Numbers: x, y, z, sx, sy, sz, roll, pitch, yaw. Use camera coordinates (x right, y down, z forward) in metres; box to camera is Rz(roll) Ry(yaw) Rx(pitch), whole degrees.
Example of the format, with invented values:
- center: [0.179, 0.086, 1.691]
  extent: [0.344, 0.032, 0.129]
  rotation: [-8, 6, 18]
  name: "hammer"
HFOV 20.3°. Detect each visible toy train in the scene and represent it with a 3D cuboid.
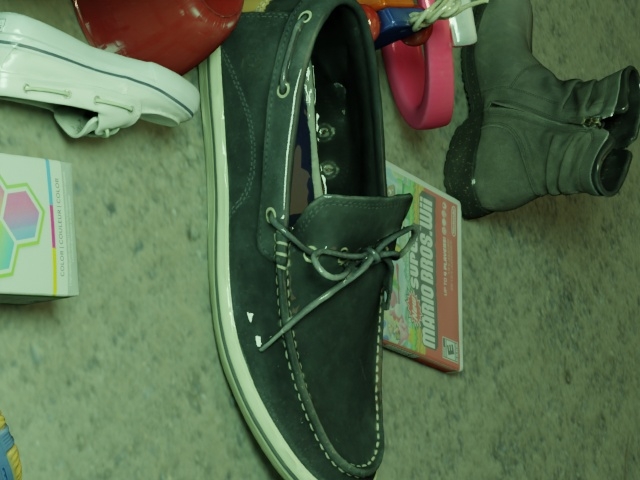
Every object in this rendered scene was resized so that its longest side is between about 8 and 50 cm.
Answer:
- center: [0.057, -0.262, 1.774]
  extent: [0.105, 0.248, 0.143]
  rotation: [-8, 82, -49]
  name: "toy train"

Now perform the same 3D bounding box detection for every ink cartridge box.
- center: [-0.273, -0.011, 1.343]
  extent: [0.209, 0.062, 0.109]
  rotation: [6, 77, -57]
  name: "ink cartridge box"

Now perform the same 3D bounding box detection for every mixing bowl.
- center: [-0.131, -0.232, 1.603]
  extent: [0.181, 0.098, 0.181]
  rotation: [26, 59, -53]
  name: "mixing bowl"

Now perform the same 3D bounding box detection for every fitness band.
- center: [0.100, -0.263, 1.912]
  extent: [0.054, 0.209, 0.291]
  rotation: [-8, 87, -14]
  name: "fitness band"

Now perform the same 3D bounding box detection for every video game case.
- center: [0.075, 0.017, 1.928]
  extent: [0.285, 0.025, 0.204]
  rotation: [25, 61, -53]
  name: "video game case"

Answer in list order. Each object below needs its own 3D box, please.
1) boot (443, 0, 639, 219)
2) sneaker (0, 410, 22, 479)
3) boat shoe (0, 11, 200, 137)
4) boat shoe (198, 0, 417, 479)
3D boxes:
- center: [0.282, -0.176, 2.127]
  extent: [0.118, 0.222, 0.338]
  rotation: [40, 49, -45]
  name: "boot"
- center: [-0.320, 0.103, 1.222]
  extent: [0.131, 0.112, 0.296]
  rotation: [-49, 128, -25]
  name: "sneaker"
- center: [-0.197, -0.121, 1.497]
  extent: [0.226, 0.083, 0.076]
  rotation: [18, 78, -43]
  name: "boat shoe"
- center: [0.000, 0.000, 1.680]
  extent: [0.186, 0.156, 0.500]
  rotation: [0, 82, -54]
  name: "boat shoe"
